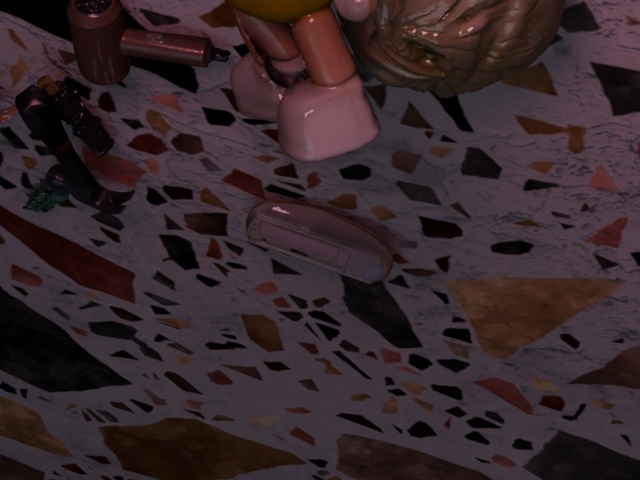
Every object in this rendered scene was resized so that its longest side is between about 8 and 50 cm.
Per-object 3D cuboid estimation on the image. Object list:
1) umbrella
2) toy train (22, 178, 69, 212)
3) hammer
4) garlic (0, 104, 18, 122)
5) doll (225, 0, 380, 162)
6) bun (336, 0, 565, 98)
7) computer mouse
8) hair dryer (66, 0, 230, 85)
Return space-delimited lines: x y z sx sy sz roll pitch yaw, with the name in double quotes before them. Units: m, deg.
"umbrella" -0.305 -0.158 1.905 0.037 0.040 0.144 -7 145 25
"toy train" -0.382 -0.061 2.122 0.045 0.029 0.092 14 158 -24
"hammer" -0.319 -0.110 1.922 0.137 0.037 0.290 24 163 16
"garlic" -0.499 -0.204 1.875 0.164 0.145 0.245 -33 131 17
"doll" -0.053 -0.276 1.384 0.348 0.161 0.423 -17 101 59
"bun" 0.117 -0.223 1.458 0.229 0.145 0.229 15 147 10
"computer mouse" 0.000 -0.002 1.981 0.199 0.045 0.102 18 151 1
"hair dryer" -0.191 -0.225 1.719 0.182 0.064 0.117 8 148 4
